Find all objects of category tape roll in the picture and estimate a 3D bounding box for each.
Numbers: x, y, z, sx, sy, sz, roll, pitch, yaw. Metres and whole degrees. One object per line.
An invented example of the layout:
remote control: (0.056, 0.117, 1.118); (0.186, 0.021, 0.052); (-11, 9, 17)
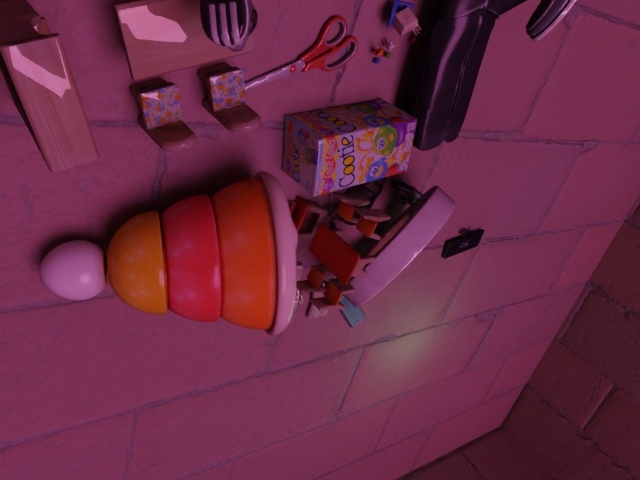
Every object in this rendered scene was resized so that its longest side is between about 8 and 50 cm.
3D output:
tape roll: (0.198, 0.015, 1.434); (0.392, 0.072, 0.392); (-47, 180, 0)

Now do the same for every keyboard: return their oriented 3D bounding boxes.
keyboard: (0.507, -0.001, 1.898); (0.180, 0.023, 0.108); (-18, 138, -30)

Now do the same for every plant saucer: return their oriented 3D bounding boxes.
plant saucer: (0.097, 0.219, 1.731); (0.067, 0.018, 0.192); (-39, 138, -9)

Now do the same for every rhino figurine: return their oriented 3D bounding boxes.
rhino figurine: (0.125, -0.140, 1.419); (0.243, 0.073, 0.106); (-53, 153, 5)

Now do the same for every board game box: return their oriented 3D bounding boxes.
board game box: (0.066, -0.222, 1.250); (0.276, 0.142, 0.144); (-18, 132, -29)

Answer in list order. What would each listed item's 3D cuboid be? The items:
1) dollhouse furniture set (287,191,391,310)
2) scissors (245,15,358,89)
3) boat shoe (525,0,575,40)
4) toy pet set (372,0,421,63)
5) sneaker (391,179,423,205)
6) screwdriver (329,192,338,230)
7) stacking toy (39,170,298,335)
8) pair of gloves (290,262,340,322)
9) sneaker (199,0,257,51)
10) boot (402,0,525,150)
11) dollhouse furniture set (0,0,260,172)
dollhouse furniture set: (0.000, 0.000, 1.284); (0.135, 0.259, 0.261); (3, 119, -44)
scissors: (-0.041, -0.362, 1.138); (0.297, 0.021, 0.109); (-40, 141, -10)
boat shoe: (0.538, -0.603, 1.176); (0.099, 0.116, 0.319); (25, 118, -9)
toy pet set: (0.165, -0.478, 1.210); (0.122, 0.065, 0.114); (-32, 172, -12)
sneaker: (0.244, -0.130, 1.547); (0.135, 0.052, 0.058); (19, 113, -46)
screwdriver: (0.032, -0.059, 1.455); (0.024, 0.025, 0.169); (-26, 127, -21)
stacking toy: (-0.305, 0.040, 1.097); (0.481, 0.350, 0.350); (-4, 126, -15)
pair of gloves: (-0.041, 0.155, 1.544); (0.240, 0.042, 0.204); (0, 122, -39)
sneaker: (-0.133, -0.385, 0.771); (0.086, 0.132, 0.228); (2, 97, 3)
boot: (0.384, -0.460, 1.324); (0.367, 0.146, 0.444); (-14, 129, -28)
dollhouse furniture set: (-0.268, -0.293, 0.822); (0.394, 0.256, 0.361); (-24, 135, -24)
